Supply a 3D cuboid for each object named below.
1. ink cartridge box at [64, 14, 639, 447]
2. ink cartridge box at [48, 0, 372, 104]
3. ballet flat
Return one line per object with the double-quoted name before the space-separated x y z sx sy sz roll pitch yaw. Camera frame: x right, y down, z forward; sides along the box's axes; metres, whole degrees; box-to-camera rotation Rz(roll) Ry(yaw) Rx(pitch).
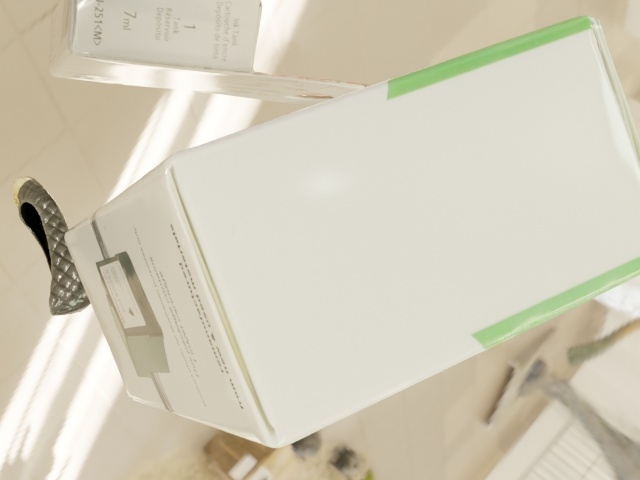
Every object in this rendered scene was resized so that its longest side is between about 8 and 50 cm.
"ink cartridge box" 0.000 0.000 0.551 0.211 0.121 0.289 -22 -177 -21
"ink cartridge box" -0.086 -0.150 0.827 0.239 0.275 0.060 3 95 -18
"ballet flat" -0.270 0.000 1.023 0.049 0.173 0.057 -21 147 -23
